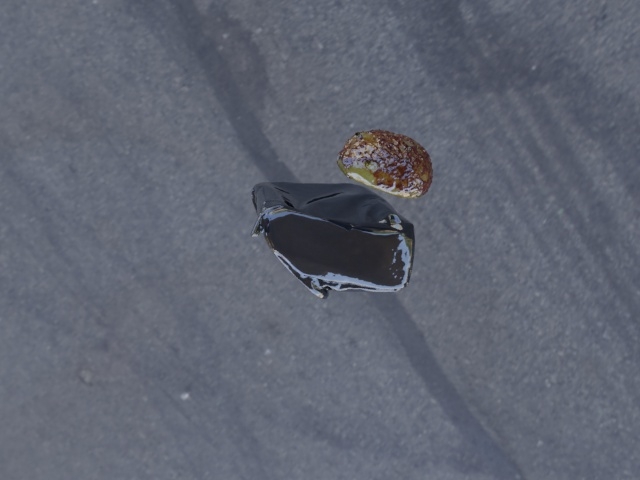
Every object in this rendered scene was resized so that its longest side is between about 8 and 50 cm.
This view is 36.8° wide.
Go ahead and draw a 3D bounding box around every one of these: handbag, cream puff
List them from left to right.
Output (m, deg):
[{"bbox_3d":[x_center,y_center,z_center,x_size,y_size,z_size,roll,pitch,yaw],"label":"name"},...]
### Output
[{"bbox_3d":[0.001,0.003,1.683,0.275,0.302,0.178,1,103,-10],"label":"handbag"},{"bbox_3d":[0.097,-0.117,1.404,0.149,0.149,0.084,21,99,18],"label":"cream puff"}]
